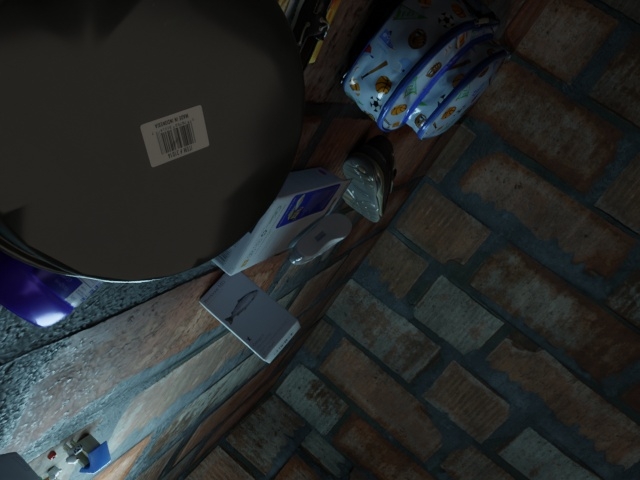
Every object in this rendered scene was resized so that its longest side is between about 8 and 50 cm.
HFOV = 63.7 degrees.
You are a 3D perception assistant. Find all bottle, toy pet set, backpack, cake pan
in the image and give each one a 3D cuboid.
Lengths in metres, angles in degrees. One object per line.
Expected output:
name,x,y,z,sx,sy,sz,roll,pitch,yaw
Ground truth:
bottle,-0.189,-0.049,0.492,0.283,0.092,0.118,-47,167,-20
toy pet set,-0.463,0.431,0.972,0.122,0.065,0.114,-56,167,23
backpack,0.172,-0.296,0.881,0.263,0.213,0.276,-22,153,-46
cake pan,-0.124,-0.090,0.390,0.293,0.054,0.293,-26,132,-33

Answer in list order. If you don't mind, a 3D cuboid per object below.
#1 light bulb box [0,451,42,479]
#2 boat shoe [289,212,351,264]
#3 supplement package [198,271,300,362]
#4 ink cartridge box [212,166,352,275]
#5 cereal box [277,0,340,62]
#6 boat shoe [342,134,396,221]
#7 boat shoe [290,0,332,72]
light bulb box,-0.433,0.426,0.496,0.358,0.225,0.361,-43,176,-24
boat shoe,0.000,0.000,1.144,0.184,0.066,0.063,-43,-179,-43
supplement package,-0.142,0.153,1.061,0.105,0.179,0.105,-49,168,-12
ink cartridge box,-0.062,-0.054,1.028,0.175,0.069,0.371,-56,165,23
cereal box,-0.049,-0.253,0.512,0.240,0.047,0.173,-37,161,-51
boat shoe,0.144,-0.154,1.347,0.130,0.132,0.355,-49,169,-11
boat shoe,-0.012,-0.218,0.539,0.125,0.038,0.046,-53,168,17
